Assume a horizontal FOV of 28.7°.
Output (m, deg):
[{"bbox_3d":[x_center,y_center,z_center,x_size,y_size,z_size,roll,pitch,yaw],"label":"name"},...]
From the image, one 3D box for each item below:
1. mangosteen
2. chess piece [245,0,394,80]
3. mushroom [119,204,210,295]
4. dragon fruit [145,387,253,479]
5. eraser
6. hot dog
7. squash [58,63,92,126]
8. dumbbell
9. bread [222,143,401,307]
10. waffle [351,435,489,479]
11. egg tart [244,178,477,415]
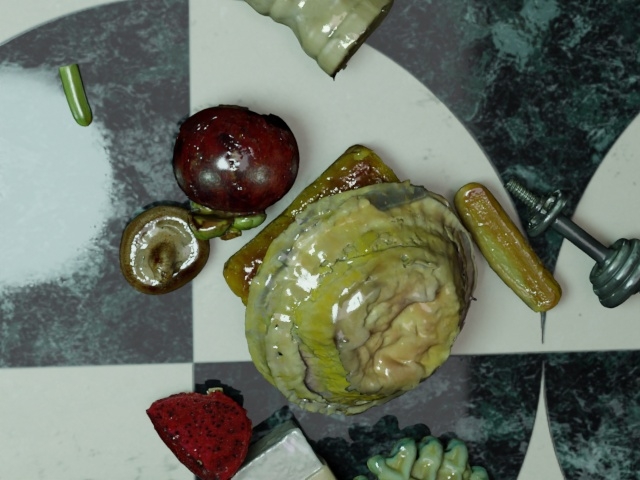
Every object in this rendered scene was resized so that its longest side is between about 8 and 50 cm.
[{"bbox_3d":[-0.113,-0.088,1.632,0.166,0.166,0.180,8,105,-9],"label":"mangosteen"},{"bbox_3d":[-0.057,-0.351,1.640,0.301,0.137,0.137,38,90,1],"label":"chess piece"},{"bbox_3d":[-0.208,0.014,1.666,0.126,0.085,0.109,-22,64,-3],"label":"mushroom"},{"bbox_3d":[-0.147,0.267,1.698,0.162,0.083,0.106,35,61,30],"label":"dragon fruit"},{"bbox_3d":[0.003,0.426,1.743,0.144,0.078,0.343,-35,100,-5],"label":"eraser"},{"bbox_3d":[0.258,0.010,1.750,0.066,0.047,0.215,-37,101,12],"label":"hot dog"},{"bbox_3d":[-0.323,-0.190,1.654,0.027,0.027,0.083,-15,98,-6],"label":"squash"},{"bbox_3d":[0.358,-0.004,1.738,0.254,0.110,0.110,37,90,-5],"label":"dumbbell"},{"bbox_3d":[-0.001,0.000,1.697,0.271,0.077,0.139,-41,103,-4],"label":"bread"},{"bbox_3d":[0.141,0.427,1.720,0.292,0.056,0.309,-28,96,-34],"label":"waffle"},{"bbox_3d":[0.075,0.090,1.638,0.352,0.150,0.352,-12,117,-24],"label":"egg tart"}]
